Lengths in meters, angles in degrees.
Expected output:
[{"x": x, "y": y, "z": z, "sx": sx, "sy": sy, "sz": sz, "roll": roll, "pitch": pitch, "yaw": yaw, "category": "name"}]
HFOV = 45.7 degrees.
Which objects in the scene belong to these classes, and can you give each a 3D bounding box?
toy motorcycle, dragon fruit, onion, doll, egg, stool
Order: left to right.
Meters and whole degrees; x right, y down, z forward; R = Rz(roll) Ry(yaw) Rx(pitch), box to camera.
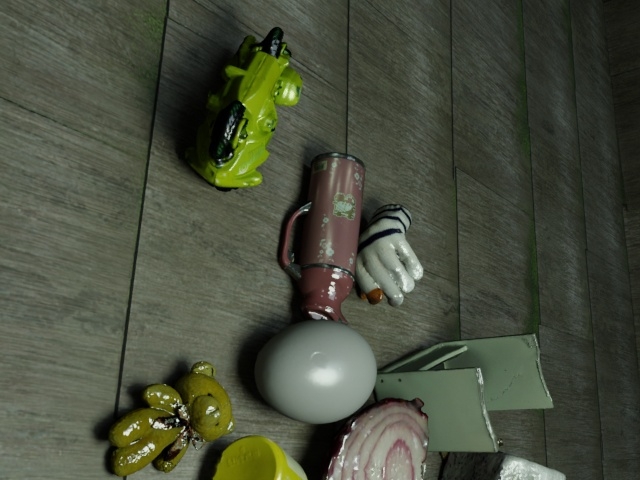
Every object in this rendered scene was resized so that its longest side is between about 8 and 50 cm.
[{"x": -0.205, "y": 0.263, "z": 1.084, "sx": 0.209, "sy": 0.097, "sz": 0.137, "roll": -27, "pitch": 108, "yaw": -47, "category": "doll"}, {"x": -0.124, "y": -0.206, "z": 1.253, "sx": 0.142, "sy": 0.206, "sz": 0.342, "roll": 27, "pitch": 43, "yaw": -9, "category": "toy motorcycle"}, {"x": -0.010, "y": 0.222, "z": 1.282, "sx": 0.232, "sy": 0.176, "sz": 0.176, "roll": 1, "pitch": 80, "yaw": -44, "category": "egg"}, {"x": 0.076, "y": 0.430, "z": 1.381, "sx": 0.280, "sy": 0.146, "sz": 0.314, "roll": 23, "pitch": 71, "yaw": -39, "category": "onion"}, {"x": 0.290, "y": 0.309, "z": 1.553, "sx": 0.243, "sy": 0.269, "sz": 0.170, "roll": -16, "pitch": 91, "yaw": -46, "category": "stool"}, {"x": 0.380, "y": 0.555, "z": 1.585, "sx": 0.204, "sy": 0.283, "sz": 0.221, "roll": 27, "pitch": 73, "yaw": -8, "category": "dragon fruit"}]

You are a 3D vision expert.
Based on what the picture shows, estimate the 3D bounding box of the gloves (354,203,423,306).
[{"x": 0.125, "y": 0.033, "z": 1.547, "sx": 0.131, "sy": 0.140, "sz": 0.219, "roll": 54, "pitch": 38, "yaw": -25, "category": "gloves"}]

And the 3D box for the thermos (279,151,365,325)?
[{"x": 0.008, "y": 0.000, "z": 1.417, "sx": 0.136, "sy": 0.109, "sz": 0.330, "roll": 31, "pitch": 58, "yaw": -45, "category": "thermos"}]

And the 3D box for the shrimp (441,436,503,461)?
[{"x": 0.359, "y": 0.479, "z": 1.802, "sx": 0.294, "sy": 0.062, "sz": 0.154, "roll": 36, "pitch": 64, "yaw": -35, "category": "shrimp"}]

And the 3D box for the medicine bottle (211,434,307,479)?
[{"x": -0.075, "y": 0.400, "z": 1.198, "sx": 0.212, "sy": 0.122, "sz": 0.122, "roll": 58, "pitch": 39, "yaw": -48, "category": "medicine bottle"}]
